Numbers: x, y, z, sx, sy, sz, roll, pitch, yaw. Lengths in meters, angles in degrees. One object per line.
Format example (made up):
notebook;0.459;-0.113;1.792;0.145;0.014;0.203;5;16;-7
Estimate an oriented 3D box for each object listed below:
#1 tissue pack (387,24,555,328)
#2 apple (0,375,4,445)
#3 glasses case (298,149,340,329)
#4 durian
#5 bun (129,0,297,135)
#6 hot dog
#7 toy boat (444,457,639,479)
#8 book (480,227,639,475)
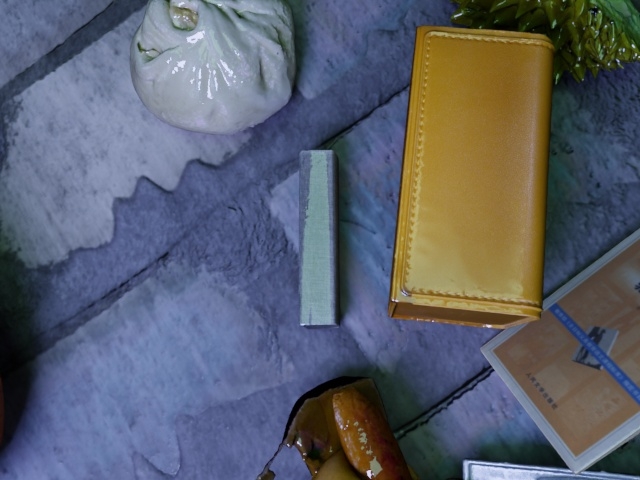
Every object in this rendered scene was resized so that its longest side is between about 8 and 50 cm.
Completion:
tissue pack;0.153;-0.052;0.633;0.145;0.194;0.275;7;80;5
apple;-0.525;0.167;0.603;0.363;0.364;0.364;-2;78;7
glasses case;0.000;0.000;0.702;0.047;0.071;0.205;-2;78;4
durian;0.242;-0.358;0.707;0.198;0.163;0.394;-25;70;-1
bun;-0.140;-0.247;0.745;0.230;0.133;0.231;-2;77;10
hot dog;0.039;0.287;0.554;0.194;0.107;0.326;3;67;-36
toy boat;0.274;0.290;0.555;0.319;0.092;0.141;-4;76;24
book;0.304;0.099;0.603;0.241;0.018;0.170;-40;42;8
